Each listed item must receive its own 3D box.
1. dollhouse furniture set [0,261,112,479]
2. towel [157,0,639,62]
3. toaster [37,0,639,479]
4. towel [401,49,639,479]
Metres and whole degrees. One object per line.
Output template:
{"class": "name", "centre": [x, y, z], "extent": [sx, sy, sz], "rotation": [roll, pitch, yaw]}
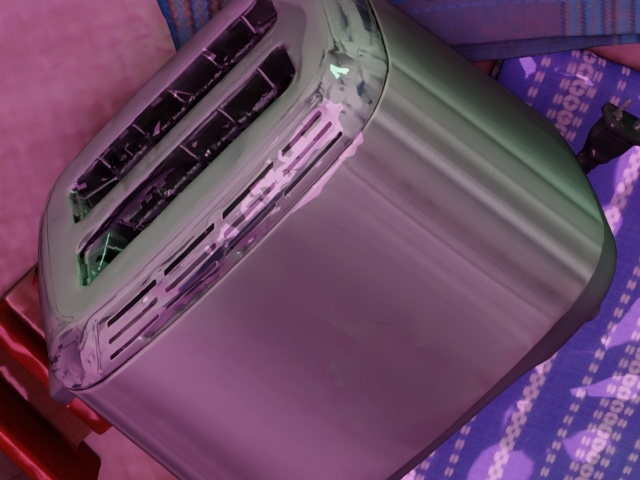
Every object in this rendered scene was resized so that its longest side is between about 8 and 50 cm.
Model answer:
{"class": "dollhouse furniture set", "centre": [-0.139, 0.107, 0.707], "extent": [0.135, 0.259, 0.262], "rotation": [-41, 104, 14]}
{"class": "towel", "centre": [0.049, -0.188, 0.618], "extent": [0.271, 0.040, 0.370], "rotation": [-4, 142, 8]}
{"class": "toaster", "centre": [0.000, 0.000, 0.709], "extent": [0.227, 0.129, 0.146], "rotation": [-42, 123, 19]}
{"class": "towel", "centre": [0.189, 0.079, 0.820], "extent": [0.336, 0.040, 0.243], "rotation": [20, 105, -7]}
